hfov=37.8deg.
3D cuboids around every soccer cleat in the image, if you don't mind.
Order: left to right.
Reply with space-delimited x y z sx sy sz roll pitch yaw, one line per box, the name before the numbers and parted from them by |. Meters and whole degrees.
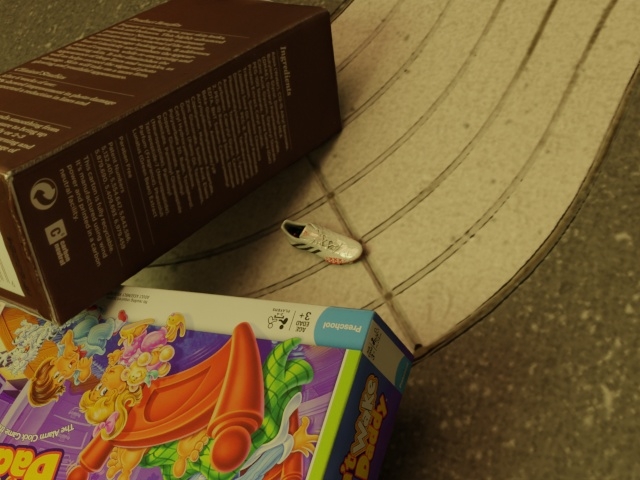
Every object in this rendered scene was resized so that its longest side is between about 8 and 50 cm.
soccer cleat | 0.000 0.000 0.858 0.083 0.035 0.029 18 71 34

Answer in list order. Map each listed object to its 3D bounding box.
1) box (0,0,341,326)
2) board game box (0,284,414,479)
box | -0.167 -0.097 0.831 0.191 0.143 0.381 15 39 34
board game box | -0.129 0.156 0.691 0.347 0.078 0.233 3 61 31
